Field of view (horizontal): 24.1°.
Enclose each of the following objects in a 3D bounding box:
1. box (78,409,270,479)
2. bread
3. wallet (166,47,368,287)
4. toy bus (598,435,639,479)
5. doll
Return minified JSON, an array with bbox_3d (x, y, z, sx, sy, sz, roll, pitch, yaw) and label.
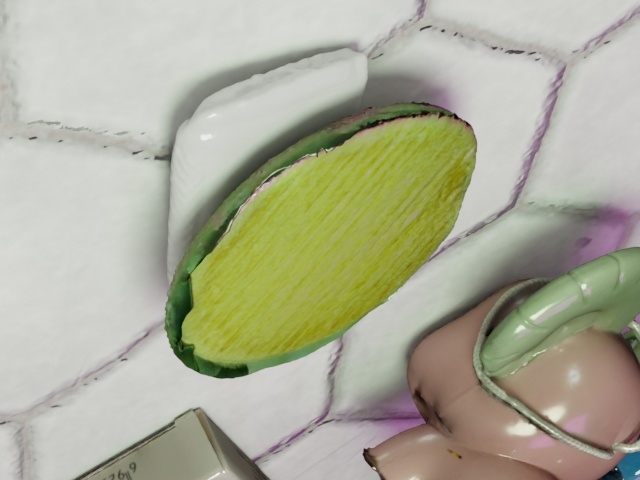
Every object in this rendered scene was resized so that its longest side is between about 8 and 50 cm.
[{"bbox_3d":[-0.122,0.273,1.239,0.214,0.069,0.353,-30,151,0],"label":"box"},{"bbox_3d":[0.000,0.000,0.922,0.228,0.033,0.228,-29,150,-19],"label":"bread"},{"bbox_3d":[-0.036,-0.037,0.891,0.124,0.032,0.183,-23,148,-24],"label":"wallet"},{"bbox_3d":[0.288,0.226,1.461,0.134,0.113,0.246,-24,151,2],"label":"toy bus"},{"bbox_3d":[0.180,0.140,1.154,0.268,0.216,0.284,-38,146,1],"label":"doll"}]
